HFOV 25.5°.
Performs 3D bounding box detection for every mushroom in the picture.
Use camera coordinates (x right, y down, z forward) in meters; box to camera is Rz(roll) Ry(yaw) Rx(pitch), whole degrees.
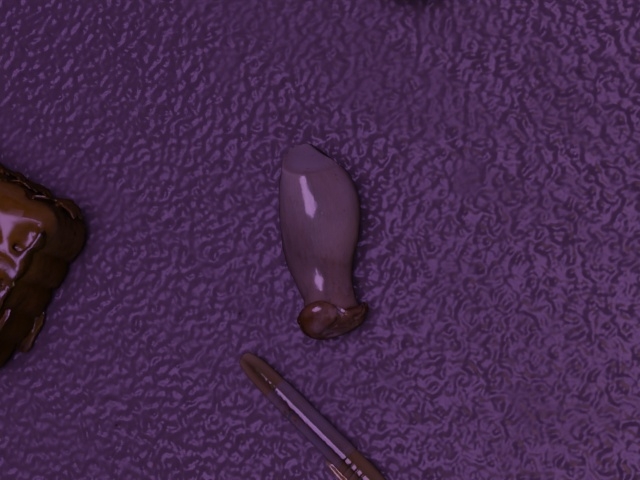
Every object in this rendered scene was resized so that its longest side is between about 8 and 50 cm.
[{"bbox_3d":[0.002,0.000,1.522,0.088,0.097,0.212,-4,83,2],"label":"mushroom"}]

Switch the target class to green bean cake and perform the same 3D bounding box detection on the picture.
[{"bbox_3d":[-0.407,0.012,1.599,0.224,0.131,0.229,32,92,13],"label":"green bean cake"}]

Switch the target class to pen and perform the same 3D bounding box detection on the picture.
[{"bbox_3d":[-0.006,0.208,1.535,0.233,0.032,0.040,43,118,16],"label":"pen"}]
